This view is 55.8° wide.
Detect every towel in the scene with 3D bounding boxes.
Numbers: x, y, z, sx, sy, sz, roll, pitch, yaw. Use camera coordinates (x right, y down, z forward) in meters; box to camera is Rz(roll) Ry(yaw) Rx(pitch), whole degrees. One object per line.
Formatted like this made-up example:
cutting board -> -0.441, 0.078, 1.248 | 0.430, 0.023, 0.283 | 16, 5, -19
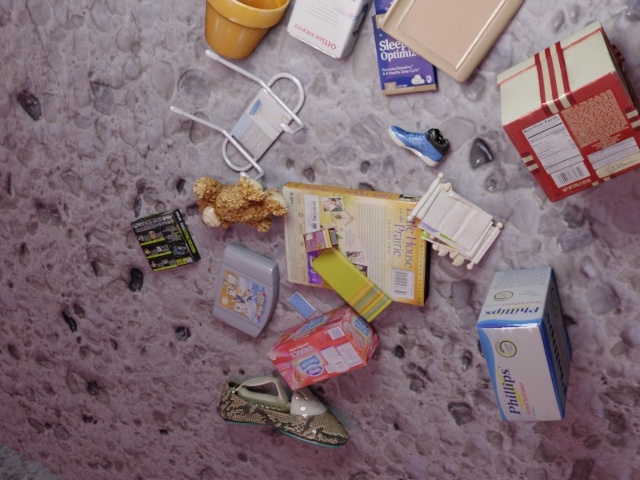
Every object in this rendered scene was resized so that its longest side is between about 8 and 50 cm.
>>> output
towel -> 0.086, 0.118, 1.699 | 0.237, 0.021, 0.102 | 44, 119, 1

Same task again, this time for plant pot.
plant pot -> -0.200, -0.559, 1.482 | 0.205, 0.205, 0.188 | 40, 139, 3

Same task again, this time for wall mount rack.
wall mount rack -> -0.219, -0.335, 1.628 | 0.304, 0.130, 0.350 | 45, 124, -1

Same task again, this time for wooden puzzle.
wooden puzzle -> 0.286, -0.503, 1.333 | 0.238, 0.044, 0.221 | 32, 116, -6

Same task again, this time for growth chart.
growth chart -> 0.337, -0.039, 1.529 | 0.237, 0.021, 0.172 | 35, 112, -11

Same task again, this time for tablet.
tablet -> -0.059, 0.202, 1.890 | 0.083, 0.006, 0.054 | 45, 125, 0

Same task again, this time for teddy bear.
teddy bear -> -0.237, -0.097, 1.701 | 0.338, 0.245, 0.113 | 3, 72, 32

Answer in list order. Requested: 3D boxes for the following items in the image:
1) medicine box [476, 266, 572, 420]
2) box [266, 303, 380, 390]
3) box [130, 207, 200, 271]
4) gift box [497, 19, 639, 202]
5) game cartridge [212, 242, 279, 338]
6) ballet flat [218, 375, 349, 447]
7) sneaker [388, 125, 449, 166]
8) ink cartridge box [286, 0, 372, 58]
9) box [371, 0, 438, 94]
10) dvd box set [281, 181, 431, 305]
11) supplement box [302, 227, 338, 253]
medicine box -> 0.503, 0.246, 1.472 | 0.149, 0.289, 0.264 | -10, 110, 29
box -> 0.009, 0.322, 1.834 | 0.300, 0.142, 0.154 | -28, 100, 33
box -> -0.508, 0.002, 1.983 | 0.190, 0.045, 0.184 | -13, 110, 29
gift box -> 0.520, -0.251, 1.251 | 0.255, 0.258, 0.276 | -20, 124, 30
game cartridge -> -0.235, 0.170, 1.931 | 0.198, 0.062, 0.297 | 26, 122, 17
ballet flat -> -0.133, 0.554, 2.023 | 0.482, 0.164, 0.182 | 5, 96, 25
sneaker -> 0.246, -0.256, 1.487 | 0.152, 0.058, 0.085 | 36, 130, 0
ink cartridge box -> 0.032, -0.560, 1.421 | 0.154, 0.093, 0.212 | 31, 122, 10
box -> 0.197, -0.463, 1.425 | 0.136, 0.036, 0.225 | 0, 113, 25
dvd box set -> 0.097, 0.005, 1.686 | 0.420, 0.062, 0.308 | 8, 117, 22
supplement box -> 0.000, 0.000, 1.659 | 0.083, 0.043, 0.055 | -13, 89, 30
